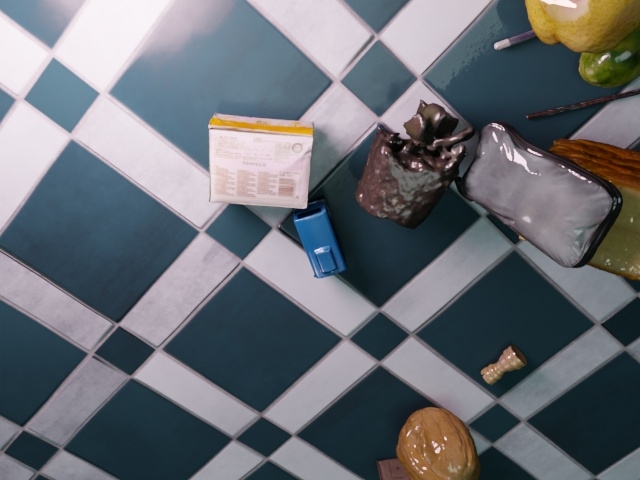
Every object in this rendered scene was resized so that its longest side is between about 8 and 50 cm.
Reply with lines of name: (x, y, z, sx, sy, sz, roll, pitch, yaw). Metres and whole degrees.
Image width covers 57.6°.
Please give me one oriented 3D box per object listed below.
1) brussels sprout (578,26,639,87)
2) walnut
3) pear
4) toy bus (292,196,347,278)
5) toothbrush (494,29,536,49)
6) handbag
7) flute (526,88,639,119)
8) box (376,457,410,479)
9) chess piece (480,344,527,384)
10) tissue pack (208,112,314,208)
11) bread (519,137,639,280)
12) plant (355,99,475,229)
brussels sprout: (0.637, -0.395, 1.235, 0.149, 0.122, 0.151, -1, 116, 1)
walnut: (0.340, 0.611, 1.664, 0.257, 0.257, 0.224, 16, 114, -10)
pear: (0.522, -0.493, 1.110, 0.271, 0.271, 0.271, -1, 117, -2)
toy bus: (0.000, 0.000, 1.422, 0.090, 0.106, 0.184, -19, 116, 5)
toothbrush: (0.513, -0.466, 1.251, 0.288, 0.024, 0.026, -20, 130, 7)
handbag: (0.418, -0.098, 1.167, 0.075, 0.332, 0.191, -19, 137, -37)
flute: (0.607, -0.313, 1.336, 0.270, 0.014, 0.014, -12, 117, 5)
box: (0.297, 0.830, 1.747, 0.190, 0.297, 0.225, -13, 117, 4)
chess piece: (0.515, 0.355, 1.650, 0.066, 0.066, 0.122, 39, 115, -19)
tissue pack: (-0.133, -0.180, 1.314, 0.225, 0.124, 0.185, 4, 116, -4)
bread: (0.602, -0.084, 1.259, 0.279, 0.279, 0.207, 23, 122, 27)
plant: (0.201, -0.176, 1.290, 0.188, 0.199, 0.276, 25, 111, -7)
